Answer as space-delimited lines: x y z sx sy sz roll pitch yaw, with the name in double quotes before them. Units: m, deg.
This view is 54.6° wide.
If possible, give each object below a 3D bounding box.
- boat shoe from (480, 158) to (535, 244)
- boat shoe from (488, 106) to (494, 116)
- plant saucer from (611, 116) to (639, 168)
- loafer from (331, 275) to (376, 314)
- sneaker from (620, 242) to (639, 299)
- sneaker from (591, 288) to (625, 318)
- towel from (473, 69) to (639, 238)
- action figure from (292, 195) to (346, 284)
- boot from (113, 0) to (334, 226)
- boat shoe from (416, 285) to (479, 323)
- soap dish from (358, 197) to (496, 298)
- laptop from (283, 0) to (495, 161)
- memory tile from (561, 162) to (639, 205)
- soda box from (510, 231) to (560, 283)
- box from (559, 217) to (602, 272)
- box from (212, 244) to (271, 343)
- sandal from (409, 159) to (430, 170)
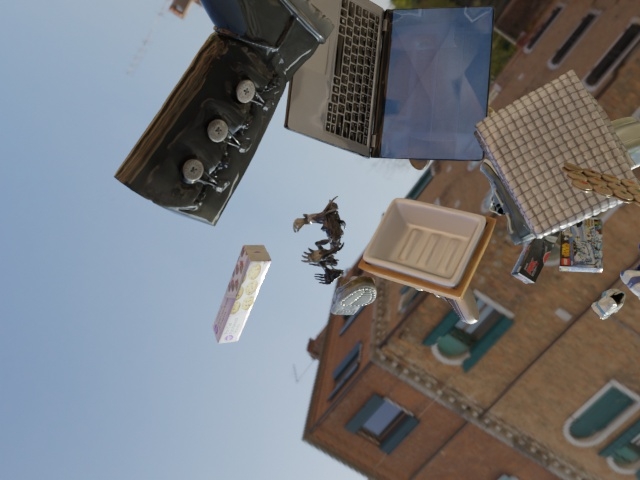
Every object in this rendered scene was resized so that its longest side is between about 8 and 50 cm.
"boat shoe" 0.522 -0.114 1.769 0.116 0.099 0.319 29 -153 -40
"boat shoe" 0.514 -0.368 1.972 0.050 0.135 0.045 37 -118 17
"plant saucer" 0.710 -0.220 1.570 0.400 0.400 0.101 -3 -110 -57
"loafer" 0.080 0.134 1.661 0.094 0.251 0.088 5 -111 -15
"sneaker" 0.891 0.022 1.571 0.131 0.296 0.112 41 174 9
"sneaker" 0.912 0.183 1.913 0.190 0.083 0.071 -22 -112 -49
"towel" 0.480 -0.166 1.267 0.284 0.235 0.121 64 -172 11
"action figure" 0.000 0.000 1.712 0.140 0.276 0.164 -7 -134 -6
"boot" -0.220 -0.278 1.052 0.367 0.445 0.146 30 -172 -38
"boat shoe" 0.373 0.135 2.000 0.127 0.158 0.341 15 -132 -56
"soap dish" 0.273 0.022 1.577 0.290 0.229 0.118 15 156 35
"laptop" 0.164 -0.396 1.396 0.407 0.382 0.236 13 169 -39
"memory tile" 0.515 -0.101 1.116 0.148 0.012 0.113 15 -151 1
"soda box" 0.608 0.036 1.752 0.060 0.169 0.053 30 170 -3
"box" 0.618 0.009 1.471 0.027 0.093 0.137 58 -141 -55
"box" -0.216 0.148 1.670 0.067 0.324 0.063 1 -138 -32
"sandal" 0.306 -0.315 1.937 0.060 0.219 0.090 -32 -126 -33
